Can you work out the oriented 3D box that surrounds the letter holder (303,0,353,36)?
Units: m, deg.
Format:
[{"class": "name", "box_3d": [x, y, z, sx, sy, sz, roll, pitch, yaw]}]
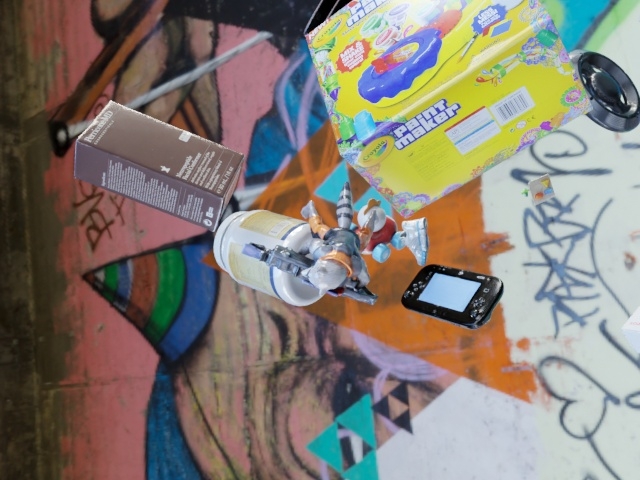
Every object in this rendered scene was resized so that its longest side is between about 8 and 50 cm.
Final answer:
[{"class": "letter holder", "box_3d": [0.089, -0.620, 1.642, 0.152, 0.302, 0.214, 44, -161, 20]}]

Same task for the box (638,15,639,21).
[{"class": "box", "box_3d": [0.694, -0.501, 1.181, 0.114, 0.103, 0.203, 80, -147, -79]}]

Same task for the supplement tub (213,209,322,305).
[{"class": "supplement tub", "box_3d": [-0.131, 0.038, 1.793, 0.228, 0.316, 0.228, -17, -66, -43]}]

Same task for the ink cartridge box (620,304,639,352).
[{"class": "ink cartridge box", "box_3d": [0.879, 0.187, 1.570, 0.212, 0.154, 0.093, -41, -76, -18]}]

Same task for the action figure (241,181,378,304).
[{"class": "action figure", "box_3d": [0.000, 0.000, 1.516, 0.341, 0.178, 0.330, 18, -146, -8]}]

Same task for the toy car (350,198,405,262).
[{"class": "toy car", "box_3d": [0.222, -0.078, 2.551, 0.210, 0.219, 0.238, -32, -38, -29]}]

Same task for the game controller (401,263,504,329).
[{"class": "game controller", "box_3d": [0.369, 0.152, 1.797, 0.067, 0.319, 0.166, 38, -105, -33]}]

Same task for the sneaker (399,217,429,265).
[{"class": "sneaker", "box_3d": [0.276, 0.002, 1.873, 0.190, 0.083, 0.071, 75, -156, -45]}]

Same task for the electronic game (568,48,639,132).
[{"class": "electronic game", "box_3d": [0.651, -0.347, 1.465, 0.229, 0.048, 0.229, 12, -121, -21]}]

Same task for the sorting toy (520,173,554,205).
[{"class": "sorting toy", "box_3d": [0.509, -0.114, 1.490, 0.083, 0.012, 0.062, -24, -71, -8]}]

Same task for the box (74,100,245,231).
[{"class": "box", "box_3d": [-0.406, -0.192, 1.627, 0.381, 0.143, 0.191, 20, -134, -4]}]

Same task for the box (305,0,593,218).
[{"class": "box", "box_3d": [0.163, -0.240, 0.891, 0.177, 0.290, 0.279, 38, -152, -43]}]
